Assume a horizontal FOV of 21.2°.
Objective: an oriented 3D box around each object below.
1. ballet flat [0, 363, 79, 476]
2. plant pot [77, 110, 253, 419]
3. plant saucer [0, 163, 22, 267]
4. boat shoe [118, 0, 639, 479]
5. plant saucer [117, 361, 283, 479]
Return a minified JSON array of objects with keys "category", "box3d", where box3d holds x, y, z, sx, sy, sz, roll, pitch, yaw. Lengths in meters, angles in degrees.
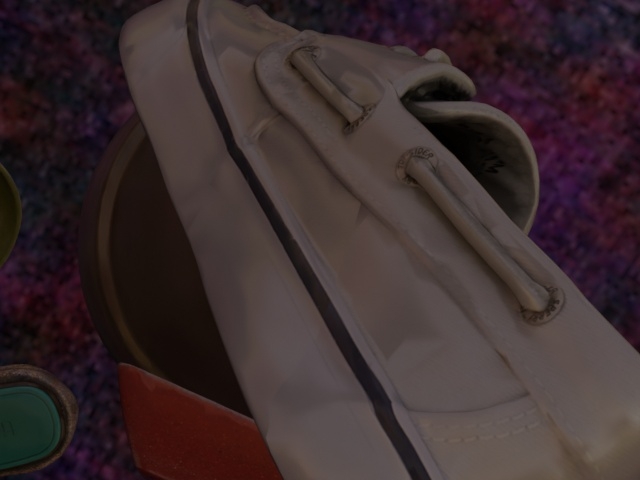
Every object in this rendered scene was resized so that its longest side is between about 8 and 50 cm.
[{"category":"ballet flat","box3d":[-0.338,0.153,1.303,0.316,0.107,0.106,-6,11,-2]},{"category":"plant pot","box3d":[0.000,0.000,1.322,0.323,0.323,0.280,21,-10,-18]},{"category":"plant saucer","box3d":[-0.274,-0.003,0.873,0.241,0.241,0.037,4,53,-40]},{"category":"boat shoe","box3d":[0.012,-0.010,0.443,0.096,0.088,0.267,60,2,-27]},{"category":"plant saucer","box3d":[0.006,0.166,0.969,0.259,0.047,0.258,24,-15,8]}]
